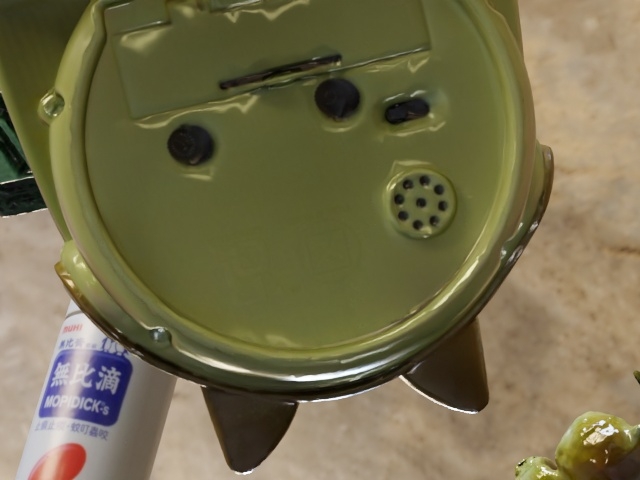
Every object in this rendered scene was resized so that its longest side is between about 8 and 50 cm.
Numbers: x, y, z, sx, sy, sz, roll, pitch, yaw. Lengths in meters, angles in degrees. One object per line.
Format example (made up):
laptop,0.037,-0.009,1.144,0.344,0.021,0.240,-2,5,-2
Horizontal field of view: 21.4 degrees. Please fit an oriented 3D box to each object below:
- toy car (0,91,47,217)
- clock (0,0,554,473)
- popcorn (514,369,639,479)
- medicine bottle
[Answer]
toy car,-0.196,-0.096,1.183,0.125,0.306,0.136,-81,151,-44
clock,-0.016,-0.059,0.890,0.117,0.286,0.348,-171,-114,-84
popcorn,0.205,0.206,1.039,0.173,0.168,0.195,79,8,-56
medicine bottle,-0.212,0.146,1.716,0.130,0.130,0.341,106,-2,-66
